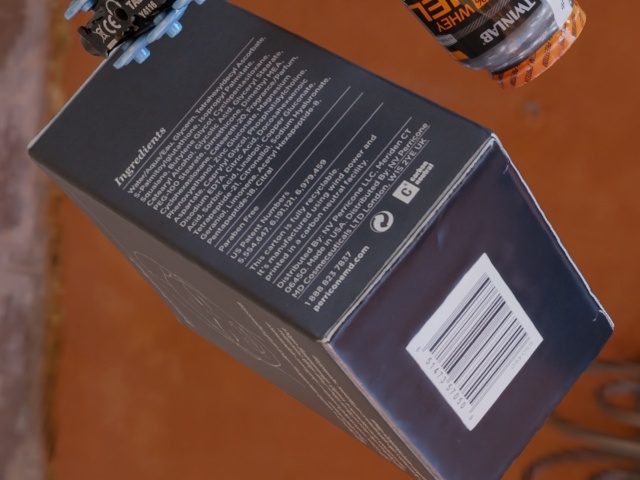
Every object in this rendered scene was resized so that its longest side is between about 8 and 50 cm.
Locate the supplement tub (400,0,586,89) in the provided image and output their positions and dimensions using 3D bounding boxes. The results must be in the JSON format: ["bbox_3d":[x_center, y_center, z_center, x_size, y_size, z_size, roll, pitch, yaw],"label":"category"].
[{"bbox_3d":[0.117,-0.218,1.555,0.190,0.117,0.117,45,46,-16],"label":"supplement tub"}]

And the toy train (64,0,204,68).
[{"bbox_3d":[-0.118,-0.201,1.470,0.184,0.080,0.105,-36,-169,51],"label":"toy train"}]

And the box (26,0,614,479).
[{"bbox_3d":[0.000,0.000,1.639,0.212,0.395,0.293,-51,139,-11],"label":"box"}]
